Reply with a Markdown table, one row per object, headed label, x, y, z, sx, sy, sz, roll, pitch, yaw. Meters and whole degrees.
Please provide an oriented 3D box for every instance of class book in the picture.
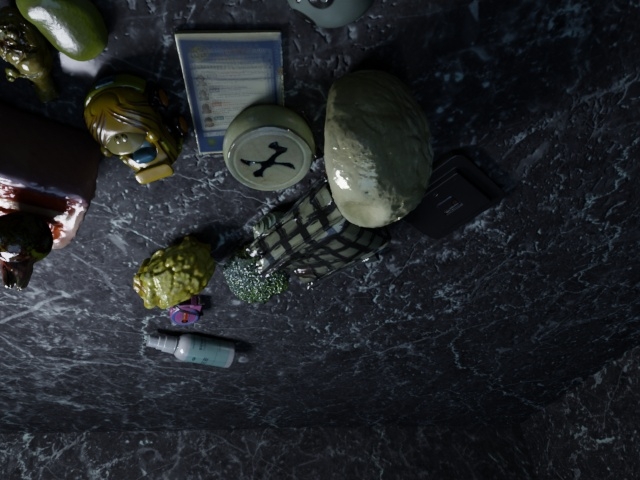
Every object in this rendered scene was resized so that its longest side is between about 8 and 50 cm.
| label | x | y | z | sx | sy | sz | roll | pitch | yaw |
| --- | --- | --- | --- | --- | --- | --- | --- | --- | --- |
| book | -0.198 | -0.337 | 1.119 | 0.228 | 0.018 | 0.322 | -3 | 141 | -6 |

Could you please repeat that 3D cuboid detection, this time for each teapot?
| label | x | y | z | sx | sy | sz | roll | pitch | yaw |
| --- | --- | --- | --- | --- | --- | --- | --- | --- | --- |
| teapot | 0.146 | 0.067 | 1.641 | 0.110 | 0.043 | 0.043 | -23 | 138 | 22 |

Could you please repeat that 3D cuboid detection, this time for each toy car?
| label | x | y | z | sx | sy | sz | roll | pitch | yaw |
| --- | --- | --- | --- | --- | --- | --- | --- | --- | --- |
| toy car | -0.428 | -0.245 | 1.099 | 0.200 | 0.142 | 0.248 | -17 | 141 | 12 |

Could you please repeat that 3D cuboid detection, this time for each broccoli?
| label | x | y | z | sx | sy | sz | roll | pitch | yaw |
| --- | --- | --- | --- | --- | --- | --- | --- | --- | --- |
| broccoli | -0.213 | 0.111 | 1.539 | 0.176 | 0.226 | 0.198 | -32 | 97 | -13 |

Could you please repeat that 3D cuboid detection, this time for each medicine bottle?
| label | x | y | z | sx | sy | sz | roll | pitch | yaw |
| --- | --- | --- | --- | --- | --- | --- | --- | --- | --- |
| medicine bottle | -0.528 | 0.439 | 1.944 | 0.351 | 0.110 | 0.110 | 18 | 135 | -28 |

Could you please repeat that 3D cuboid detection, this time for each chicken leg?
| label | x | y | z | sx | sy | sz | roll | pitch | yaw |
| --- | --- | --- | --- | --- | --- | --- | --- | --- | --- |
| chicken leg | -0.593 | -0.358 | 0.974 | 0.088 | 0.103 | 0.228 | -11 | 147 | -17 |

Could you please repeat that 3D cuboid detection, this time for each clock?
| label | x | y | z | sx | sy | sz | roll | pitch | yaw |
| --- | --- | --- | --- | --- | --- | --- | --- | --- | --- |
| clock | 0.379 | -0.121 | 1.438 | 0.273 | 0.049 | 0.279 | 28 | 129 | -34 |

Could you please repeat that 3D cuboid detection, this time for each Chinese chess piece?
| label | x | y | z | sx | sy | sz | roll | pitch | yaw |
| --- | --- | --- | --- | --- | --- | --- | --- | --- | --- |
| Chinese chess piece | -0.124 | -0.227 | 1.179 | 0.237 | 0.092 | 0.238 | -5 | 140 | -4 |

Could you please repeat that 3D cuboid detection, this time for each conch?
| label | x | y | z | sx | sy | sz | roll | pitch | yaw |
| --- | --- | --- | --- | --- | --- | --- | --- | --- | --- |
| conch | -0.128 | -0.039 | 1.423 | 0.153 | 0.102 | 0.135 | -15 | 167 | -39 |

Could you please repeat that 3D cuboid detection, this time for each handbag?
| label | x | y | z | sx | sy | sz | roll | pitch | yaw |
| --- | --- | --- | --- | --- | --- | --- | --- | --- | --- |
| handbag | 0.000 | 0.000 | 1.366 | 0.327 | 0.162 | 0.325 | -34 | 153 | 19 |

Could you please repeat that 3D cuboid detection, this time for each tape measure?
| label | x | y | z | sx | sy | sz | roll | pitch | yaw |
| --- | --- | --- | --- | --- | --- | --- | --- | --- | --- |
| tape measure | -0.491 | 0.256 | 1.757 | 0.125 | 0.074 | 0.118 | 3 | 135 | -19 |

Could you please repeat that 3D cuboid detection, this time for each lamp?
| label | x | y | z | sx | sy | sz | roll | pitch | yaw |
| --- | --- | --- | --- | --- | --- | --- | --- | --- | --- |
| lamp | -0.006 | -0.492 | 0.837 | 0.244 | 0.198 | 0.198 | 31 | 129 | -17 |

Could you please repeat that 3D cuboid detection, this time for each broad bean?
| label | x | y | z | sx | sy | sz | roll | pitch | yaw |
| --- | --- | --- | --- | --- | --- | --- | --- | --- | --- |
| broad bean | -0.494 | -0.434 | 0.920 | 0.124 | 0.082 | 0.174 | -23 | 148 | 20 |

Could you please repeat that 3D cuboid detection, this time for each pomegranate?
| label | x | y | z | sx | sy | sz | roll | pitch | yaw |
| --- | --- | --- | --- | --- | --- | --- | --- | --- | --- |
| pomegranate | -0.660 | 0.016 | 1.027 | 0.125 | 0.163 | 0.138 | 33 | 150 | -24 |

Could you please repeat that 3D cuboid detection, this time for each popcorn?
| label | x | y | z | sx | sy | sz | roll | pitch | yaw |
| --- | --- | --- | --- | --- | --- | --- | --- | --- | --- |
| popcorn | -0.462 | 0.112 | 1.467 | 0.286 | 0.225 | 0.174 | -23 | 106 | 22 |

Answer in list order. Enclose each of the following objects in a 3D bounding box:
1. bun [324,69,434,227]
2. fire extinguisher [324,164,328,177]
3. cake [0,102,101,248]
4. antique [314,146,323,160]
| label | x | y | z | sx | sy | sz | roll | pitch | yaw |
| --- | --- | --- | --- | --- | --- | --- | --- | --- | --- |
| bun | 0.142 | -0.209 | 1.095 | 0.227 | 0.353 | 0.349 | -6 | 180 | 16 |
| fire extinguisher | 0.031 | -0.159 | 1.348 | 0.064 | 0.043 | 0.158 | -38 | 152 | -29 |
| cake | -0.693 | -0.150 | 1.111 | 0.308 | 0.230 | 0.237 | 19 | 136 | -28 |
| antique | -0.085 | -0.205 | 1.296 | 0.192 | 0.015 | 0.031 | -20 | 139 | 16 |
